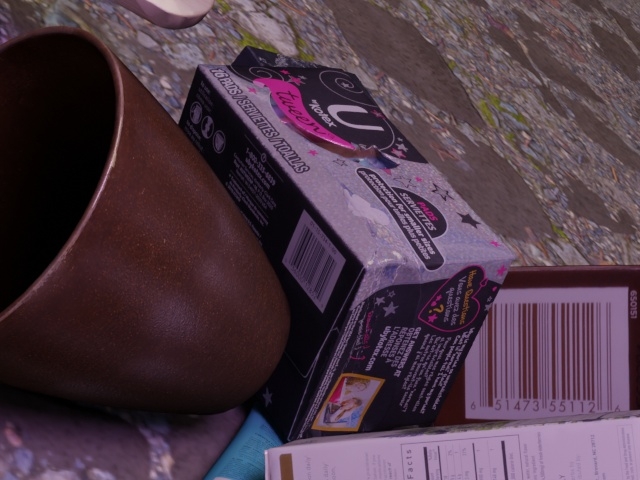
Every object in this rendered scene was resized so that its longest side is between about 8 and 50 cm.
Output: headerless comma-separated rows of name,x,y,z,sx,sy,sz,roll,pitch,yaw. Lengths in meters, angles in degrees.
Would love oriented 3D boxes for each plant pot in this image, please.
plant pot,-0.128,0.017,0.954,0.230,0.215,0.215,37,21,-42

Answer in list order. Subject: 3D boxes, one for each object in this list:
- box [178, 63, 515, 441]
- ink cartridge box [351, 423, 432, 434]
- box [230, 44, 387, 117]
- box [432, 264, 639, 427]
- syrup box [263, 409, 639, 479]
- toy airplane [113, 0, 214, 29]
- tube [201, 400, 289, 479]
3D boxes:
box,0.000,0.000,1.110,0.142,0.163,0.247,-3,39,-37
ink cartridge box,0.073,0.135,1.223,0.145,0.045,0.179,38,13,-3
box,-0.005,-0.084,1.395,0.158,0.093,0.156,7,41,-48
box,0.250,0.100,1.243,0.381,0.191,0.143,7,83,-60
syrup box,0.092,0.161,0.933,0.093,0.237,0.096,12,71,-72
toy airplane,-0.292,-0.333,1.185,0.386,0.272,0.384,6,42,-51
tube,-0.043,0.163,0.992,0.080,0.052,0.207,48,20,2
